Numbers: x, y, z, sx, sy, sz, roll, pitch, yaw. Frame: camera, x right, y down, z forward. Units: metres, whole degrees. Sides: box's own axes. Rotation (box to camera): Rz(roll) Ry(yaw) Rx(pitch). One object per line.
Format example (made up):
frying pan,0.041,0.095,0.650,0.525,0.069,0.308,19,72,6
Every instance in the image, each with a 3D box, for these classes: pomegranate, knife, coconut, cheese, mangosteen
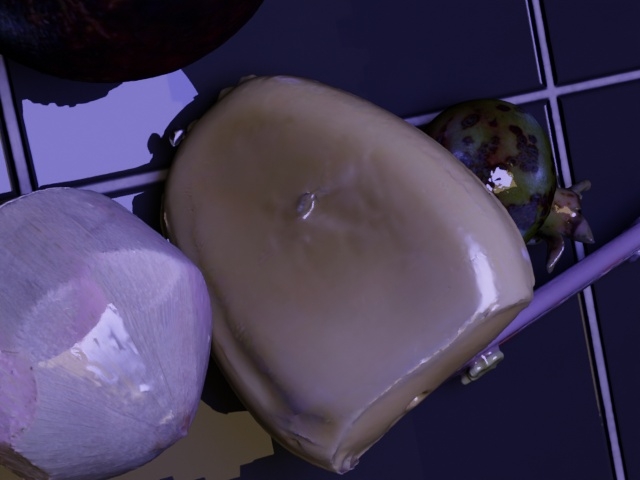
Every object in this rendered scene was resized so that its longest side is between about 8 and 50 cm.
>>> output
pomegranate,0.152,-0.041,1.247,0.169,0.148,0.148,44,77,-29
knife,0.200,0.061,1.274,0.399,0.132,0.038,-33,81,-19
coconut,-0.185,0.080,1.060,0.224,0.224,0.234,-35,63,-16
cheese,0.000,0.000,1.142,0.259,0.128,0.316,-38,71,-1
mangosteen,-0.165,-0.274,1.044,0.330,0.330,0.330,-1,92,-20
